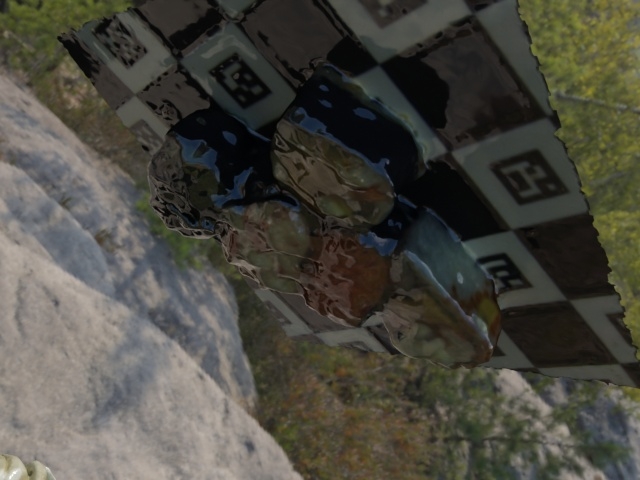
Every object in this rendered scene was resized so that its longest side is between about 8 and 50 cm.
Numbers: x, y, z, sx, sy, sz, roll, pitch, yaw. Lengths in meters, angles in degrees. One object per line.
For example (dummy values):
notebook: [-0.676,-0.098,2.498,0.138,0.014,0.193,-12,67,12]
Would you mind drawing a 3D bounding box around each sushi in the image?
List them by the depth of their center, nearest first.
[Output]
sushi: [0.000,0.000,0.462,0.069,0.320,0.339,-57,131,-32]

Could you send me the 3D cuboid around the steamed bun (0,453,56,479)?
steamed bun: [-0.574,0.554,1.237,0.339,0.247,0.352,-9,115,-40]
